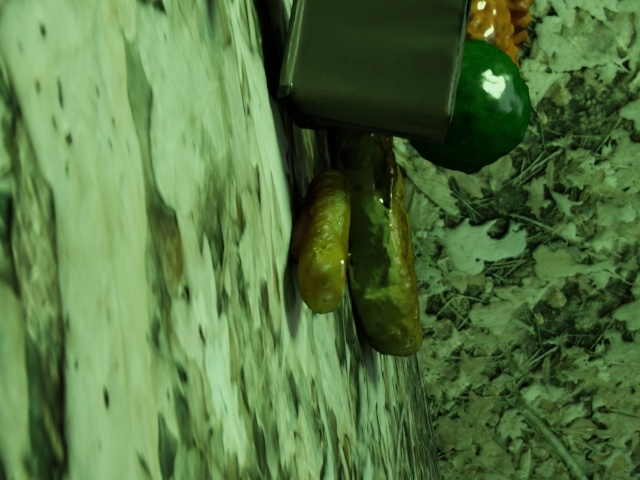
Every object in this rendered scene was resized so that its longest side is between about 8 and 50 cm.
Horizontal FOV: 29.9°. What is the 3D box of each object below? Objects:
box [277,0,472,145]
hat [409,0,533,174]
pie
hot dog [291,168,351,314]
[{"bbox_3d":[0.063,-0.222,1.049,0.188,0.153,0.252,32,69,-83],"label":"box"},{"bbox_3d":[0.152,-0.216,1.320,0.285,0.285,0.400,74,-6,-50],"label":"hat"},{"bbox_3d":[0.075,-0.012,1.522,0.339,0.083,0.339,-8,90,-86],"label":"pie"},{"bbox_3d":[0.000,0.000,0.992,0.215,0.047,0.066,-85,179,-65],"label":"hot dog"}]
